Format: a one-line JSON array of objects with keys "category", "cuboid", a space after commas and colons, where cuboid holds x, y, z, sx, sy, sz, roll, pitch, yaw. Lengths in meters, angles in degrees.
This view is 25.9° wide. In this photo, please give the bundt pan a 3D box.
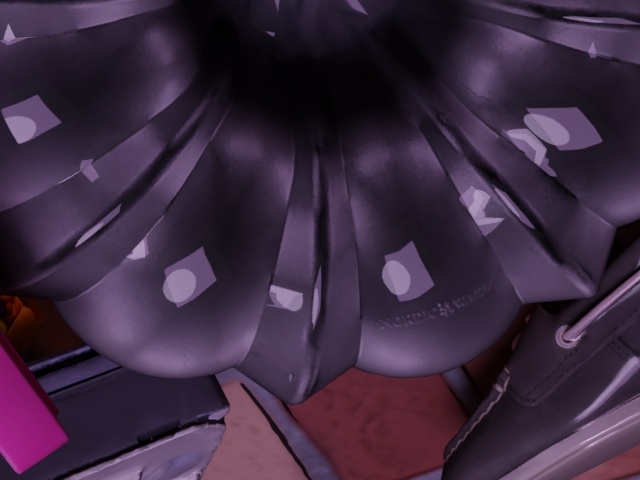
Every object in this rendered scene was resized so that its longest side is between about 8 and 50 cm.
[{"category": "bundt pan", "cuboid": [-0.003, -0.087, 0.447, 0.331, 0.124, 0.331, -4, 114, -9]}]

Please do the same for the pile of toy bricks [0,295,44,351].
[{"category": "pile of toy bricks", "cuboid": [-0.099, -0.022, 0.606, 0.105, 0.118, 0.212, 11, 120, -48]}]

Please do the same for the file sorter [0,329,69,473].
[{"category": "file sorter", "cuboid": [-0.249, -0.024, 0.425, 0.182, 0.290, 0.202, -35, 130, -13]}]

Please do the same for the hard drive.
[{"category": "hard drive", "cuboid": [-0.184, 0.165, 0.649, 0.237, 0.064, 0.339, -20, 157, -27]}]

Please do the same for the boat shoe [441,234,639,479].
[{"category": "boat shoe", "cuboid": [0.171, 0.023, 0.656, 0.112, 0.095, 0.335, -3, 150, -50]}]
